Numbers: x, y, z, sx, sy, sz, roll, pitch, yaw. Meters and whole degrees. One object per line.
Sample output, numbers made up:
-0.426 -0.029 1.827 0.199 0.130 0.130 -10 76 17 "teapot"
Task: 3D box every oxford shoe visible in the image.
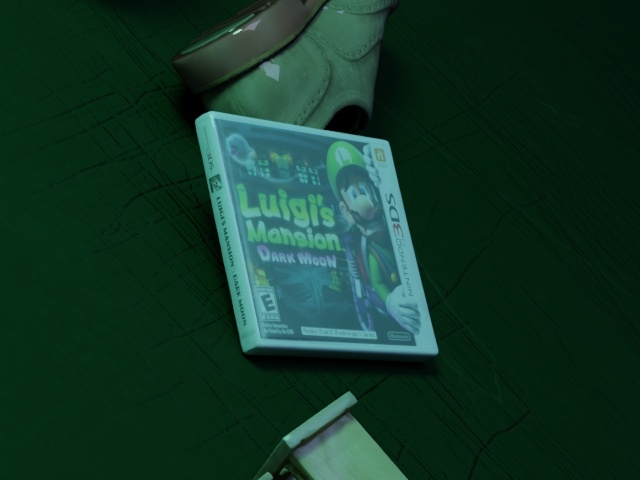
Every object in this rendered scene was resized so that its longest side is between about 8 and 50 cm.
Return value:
-0.007 -0.142 1.605 0.130 0.123 0.348 62 30 -8 "oxford shoe"

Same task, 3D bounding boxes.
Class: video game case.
0.000 0.000 1.418 0.190 0.022 0.173 6 65 -47 "video game case"

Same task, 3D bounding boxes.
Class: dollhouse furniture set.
0.005 0.215 1.151 0.161 0.101 0.182 -32 75 -35 "dollhouse furniture set"
